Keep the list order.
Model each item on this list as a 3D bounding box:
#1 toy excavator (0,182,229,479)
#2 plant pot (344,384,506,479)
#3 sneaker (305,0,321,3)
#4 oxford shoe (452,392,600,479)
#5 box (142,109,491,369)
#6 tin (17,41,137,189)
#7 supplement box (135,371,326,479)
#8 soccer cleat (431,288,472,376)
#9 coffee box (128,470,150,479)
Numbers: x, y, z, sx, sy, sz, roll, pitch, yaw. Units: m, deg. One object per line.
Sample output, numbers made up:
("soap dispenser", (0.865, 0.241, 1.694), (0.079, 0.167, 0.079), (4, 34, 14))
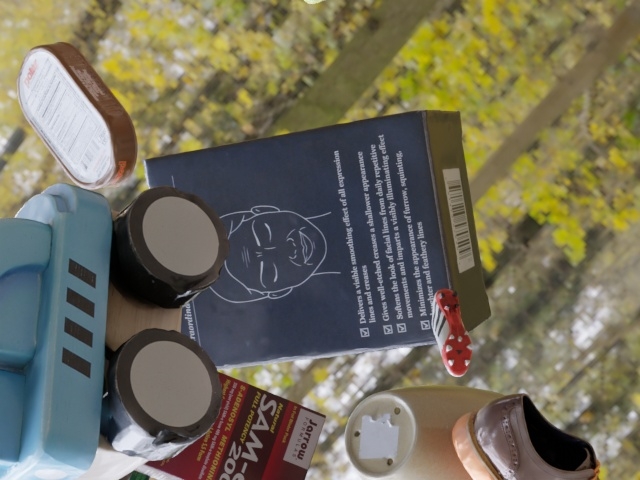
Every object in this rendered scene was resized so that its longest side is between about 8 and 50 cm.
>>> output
("toy excavator", (-0.326, 0.128, 1.043), (0.445, 0.222, 0.433), (17, -123, -29))
("plant pot", (0.163, 0.322, 1.870), (0.274, 0.256, 0.256), (28, -158, -49))
("sneaker", (-0.031, -0.378, 1.762), (0.081, 0.094, 0.208), (52, 176, 6))
("oxford shoe", (0.345, 0.362, 1.717), (0.363, 0.133, 0.130), (46, -145, -10))
("box", (0.000, 0.000, 1.668), (0.212, 0.395, 0.293), (-15, -83, -71))
("tin", (-0.274, -0.140, 1.383), (0.040, 0.106, 0.189), (-13, -122, -51))
("supplement box", (-0.129, 0.215, 1.388), (0.239, 0.130, 0.073), (23, 159, -9))
("soccer cleat", (0.115, 0.084, 1.107), (0.029, 0.035, 0.083), (-2, -115, -17))
("coffee box", (-0.325, 0.312, 1.675), (0.184, 0.040, 0.113), (25, -139, -7))
